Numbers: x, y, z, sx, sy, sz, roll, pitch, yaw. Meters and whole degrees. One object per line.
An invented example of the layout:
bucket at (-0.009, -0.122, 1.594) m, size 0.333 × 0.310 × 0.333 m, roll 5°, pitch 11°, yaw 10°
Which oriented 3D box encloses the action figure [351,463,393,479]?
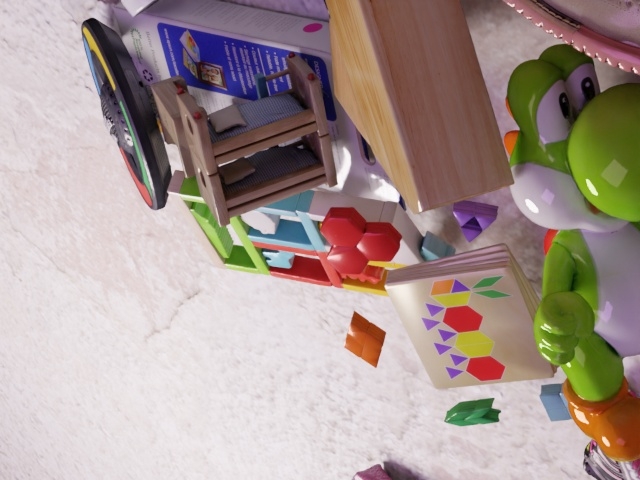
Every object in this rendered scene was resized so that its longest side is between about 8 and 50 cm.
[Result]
action figure at (0.119, 0.435, 1.671) m, size 0.370 × 0.275 × 0.248 m, roll 25°, pitch 136°, yaw 50°

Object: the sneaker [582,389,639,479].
sneaker at (0.305, 0.215, 1.411) m, size 0.075 × 0.063 × 0.170 m, roll -1°, pitch 129°, yaw 40°

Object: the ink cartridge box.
ink cartridge box at (-0.056, -0.156, 1.425) m, size 0.371 × 0.069 × 0.176 m, roll 20°, pitch 137°, yaw 37°

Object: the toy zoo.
toy zoo at (0.000, 0.000, 1.439) m, size 0.293 × 0.030 × 0.192 m, roll 9°, pitch 157°, yaw 17°

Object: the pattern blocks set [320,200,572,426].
pattern blocks set at (0.156, 0.081, 1.377) m, size 0.285 × 0.026 × 0.325 m, roll -2°, pitch 133°, yaw 18°

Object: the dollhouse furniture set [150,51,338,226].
dollhouse furniture set at (-0.085, -0.131, 1.355) m, size 0.184 × 0.129 × 0.129 m, roll -126°, pitch 21°, yaw -50°

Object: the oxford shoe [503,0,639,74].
oxford shoe at (0.310, -0.190, 0.960) m, size 0.397 × 0.140 × 0.146 m, roll 19°, pitch 128°, yaw 22°

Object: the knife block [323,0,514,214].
knife block at (0.068, -0.193, 1.131) m, size 0.276 × 0.088 × 0.242 m, roll -119°, pitch 17°, yaw -44°

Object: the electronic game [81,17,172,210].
electronic game at (-0.223, -0.142, 1.523) m, size 0.229 × 0.048 × 0.229 m, roll 158°, pitch 90°, yaw -78°

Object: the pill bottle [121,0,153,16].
pill bottle at (-0.222, -0.329, 1.393) m, size 0.184 × 0.103 × 0.103 m, roll 54°, pitch 145°, yaw -9°

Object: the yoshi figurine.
yoshi figurine at (0.265, 0.009, 1.140) m, size 0.203 × 0.203 × 0.362 m, roll -13°, pitch 114°, yaw 22°
